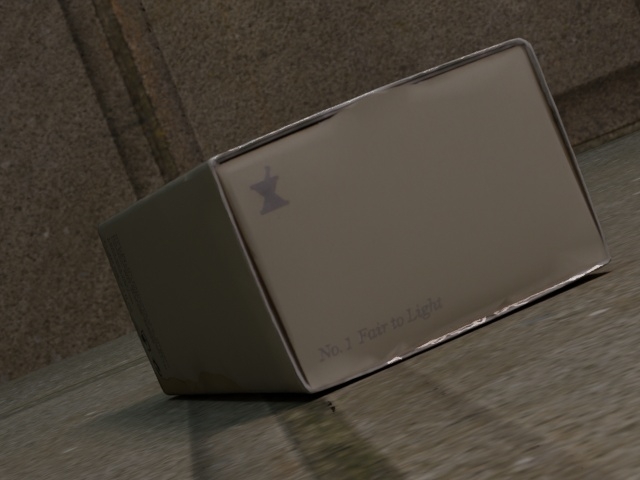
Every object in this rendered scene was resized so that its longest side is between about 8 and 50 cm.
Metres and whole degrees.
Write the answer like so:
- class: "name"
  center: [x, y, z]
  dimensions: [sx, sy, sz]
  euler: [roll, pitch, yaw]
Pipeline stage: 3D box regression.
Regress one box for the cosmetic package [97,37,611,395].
- class: "cosmetic package"
  center: [0.000, 0.000, 0.922]
  dimensions: [0.160, 0.113, 0.309]
  euler: [-22, 2, -15]
